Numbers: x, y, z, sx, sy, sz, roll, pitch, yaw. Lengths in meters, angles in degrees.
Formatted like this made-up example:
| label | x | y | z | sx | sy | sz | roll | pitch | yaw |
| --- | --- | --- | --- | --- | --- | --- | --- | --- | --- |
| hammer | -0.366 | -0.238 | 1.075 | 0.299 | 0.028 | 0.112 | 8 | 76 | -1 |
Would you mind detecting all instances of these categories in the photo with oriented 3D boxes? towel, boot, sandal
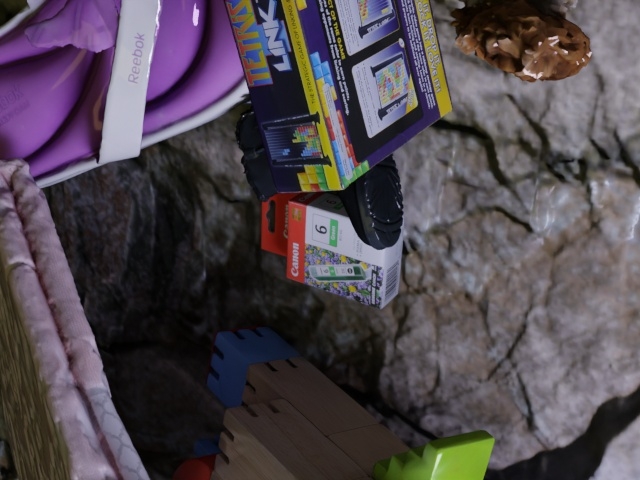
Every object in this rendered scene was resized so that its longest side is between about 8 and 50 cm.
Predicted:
| label | x | y | z | sx | sy | sz | roll | pitch | yaw |
| --- | --- | --- | --- | --- | --- | --- | --- | --- | --- |
| towel | -0.198 | 0.156 | 0.807 | 0.317 | 0.053 | 0.332 | 60 | 151 | 35 |
| boot | -0.003 | -0.046 | 0.684 | 0.099 | 0.045 | 0.121 | -13 | 87 | 32 |
| sandal | -0.156 | -0.127 | 0.722 | 0.416 | 0.102 | 0.169 | -31 | 93 | 40 |

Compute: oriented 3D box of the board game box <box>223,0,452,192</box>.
| label | x | y | z | sx | sy | sz | roll | pitch | yaw |
| --- | --- | --- | --- | --- | --- | --- | --- | --- | --- |
| board game box | 0.009 | -0.130 | 0.582 | 0.048 | 0.141 | 0.170 | -2 | 112 | 34 |

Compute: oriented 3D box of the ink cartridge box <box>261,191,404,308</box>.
| label | x | y | z | sx | sy | sz | roll | pitch | yaw |
| --- | --- | --- | --- | --- | --- | --- | --- | --- | --- |
| ink cartridge box | 0.000 | 0.000 | 0.727 | 0.115 | 0.029 | 0.063 | 17 | 121 | 26 |

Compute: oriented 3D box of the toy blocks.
| label | x | y | z | sx | sy | sz | roll | pitch | yaw |
| --- | --- | --- | --- | --- | --- | --- | --- | --- | --- |
| toy blocks | -0.044 | 0.242 | 0.753 | 0.261 | 0.190 | 0.382 | 34 | 120 | 46 |

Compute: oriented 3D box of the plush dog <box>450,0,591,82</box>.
| label | x | y | z | sx | sy | sz | roll | pitch | yaw |
| --- | --- | --- | --- | --- | --- | --- | --- | --- | --- |
| plush dog | 0.119 | -0.201 | 0.476 | 0.225 | 0.210 | 0.263 | -33 | 64 | 54 |
